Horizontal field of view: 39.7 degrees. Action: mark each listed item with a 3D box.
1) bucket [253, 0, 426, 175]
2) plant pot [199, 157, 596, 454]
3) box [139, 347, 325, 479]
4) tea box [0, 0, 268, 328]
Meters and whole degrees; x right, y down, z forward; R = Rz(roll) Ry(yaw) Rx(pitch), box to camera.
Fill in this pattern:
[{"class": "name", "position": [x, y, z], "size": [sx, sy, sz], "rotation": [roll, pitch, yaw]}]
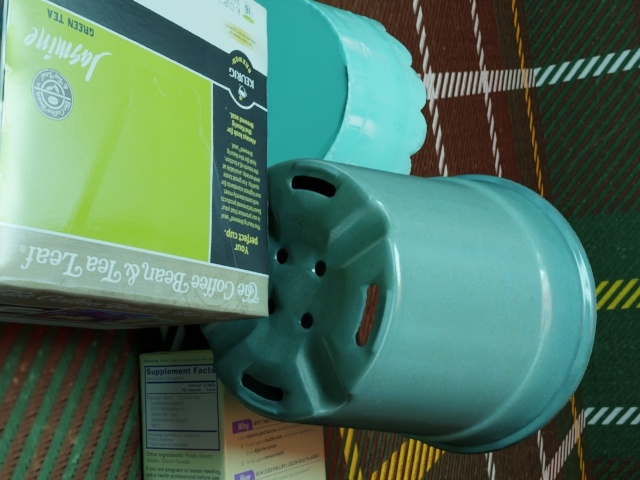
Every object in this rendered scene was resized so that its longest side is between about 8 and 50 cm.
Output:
[{"class": "bucket", "position": [-0.026, -0.166, 1.098], "size": [0.183, 0.281, 0.281], "rotation": [4, 81, -59]}, {"class": "plant pot", "position": [0.070, 0.064, 0.962], "size": [0.334, 0.341, 0.341], "rotation": [13, 73, -50]}, {"class": "box", "position": [-0.096, 0.246, 1.036], "size": [0.213, 0.117, 0.243], "rotation": [7, 80, -60]}, {"class": "tea box", "position": [-0.220, -0.092, 0.779], "size": [0.329, 0.220, 0.323], "rotation": [18, 68, -58]}]
